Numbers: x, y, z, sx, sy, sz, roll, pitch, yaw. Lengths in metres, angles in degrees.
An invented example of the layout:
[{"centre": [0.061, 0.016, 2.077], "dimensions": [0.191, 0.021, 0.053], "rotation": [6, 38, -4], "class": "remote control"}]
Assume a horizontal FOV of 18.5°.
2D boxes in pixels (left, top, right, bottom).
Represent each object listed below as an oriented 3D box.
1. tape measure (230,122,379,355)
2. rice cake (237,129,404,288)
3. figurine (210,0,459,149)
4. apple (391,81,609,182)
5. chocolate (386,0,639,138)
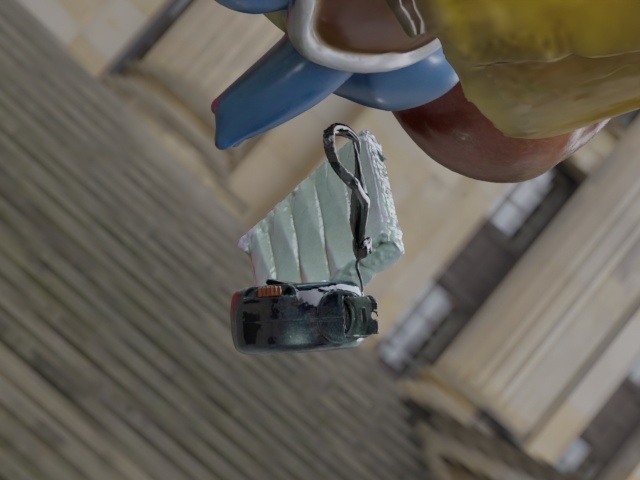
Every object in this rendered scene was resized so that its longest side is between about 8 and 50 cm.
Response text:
[{"centre": [-0.014, 0.000, 1.385], "dimensions": [0.104, 0.107, 0.179], "rotation": [-81, 168, -76], "class": "tape measure"}, {"centre": [0.000, 0.000, 1.881], "dimensions": [0.037, 0.189, 0.198], "rotation": [43, 12, -29], "class": "rice cake"}, {"centre": [0.013, -0.228, 1.298], "dimensions": [0.243, 0.298, 0.416], "rotation": [5, -19, -3], "class": "figurine"}, {"centre": [0.199, -0.233, 1.885], "dimensions": [0.277, 0.348, 0.348], "rotation": [48, -11, 6], "class": "apple"}, {"centre": [0.227, -0.163, 0.587], "dimensions": [0.162, 0.445, 0.162], "rotation": [-17, 90, -71], "class": "chocolate"}]
